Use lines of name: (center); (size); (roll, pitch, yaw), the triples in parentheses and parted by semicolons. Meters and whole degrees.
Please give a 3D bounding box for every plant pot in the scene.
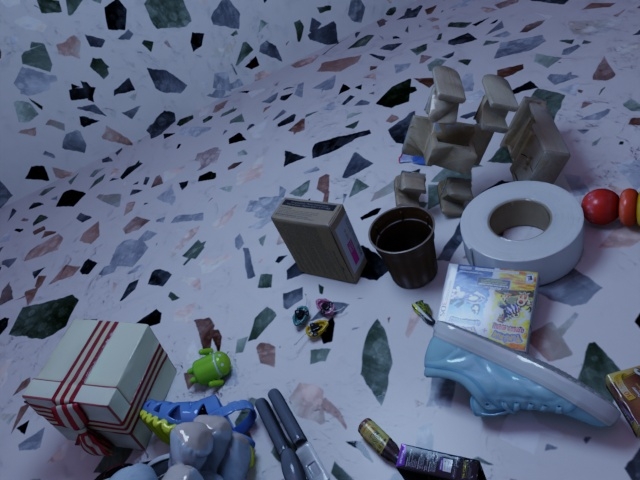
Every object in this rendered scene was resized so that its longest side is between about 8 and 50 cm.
plant pot: (0.222, 0.026, 1.310); (0.166, 0.165, 0.167); (-13, 42, 12)

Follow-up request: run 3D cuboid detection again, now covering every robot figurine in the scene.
robot figurine: (-0.282, 0.327, 1.319); (0.115, 0.067, 0.101); (-24, 68, 1)

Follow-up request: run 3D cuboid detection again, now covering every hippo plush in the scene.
hippo plush: (-0.266, 0.482, 0.978); (0.236, 0.294, 0.234); (-21, 22, 17)

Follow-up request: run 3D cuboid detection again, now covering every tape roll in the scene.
tape roll: (0.495, -0.020, 1.273); (0.286, 0.100, 0.286); (-14, 42, 13)

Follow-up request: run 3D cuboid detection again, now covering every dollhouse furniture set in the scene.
dollhouse furniture set: (0.425, -0.278, 1.402); (0.394, 0.362, 0.257); (8, 45, -5)

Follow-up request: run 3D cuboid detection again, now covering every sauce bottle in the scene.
sauce bottle: (0.130, 0.414, 1.041); (0.042, 0.042, 0.128); (-41, 42, -18)

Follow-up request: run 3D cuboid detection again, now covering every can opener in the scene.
can opener: (-0.068, 0.425, 1.100); (0.074, 0.093, 0.280); (-33, 36, -8)

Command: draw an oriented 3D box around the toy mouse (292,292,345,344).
toy mouse: (-0.016, 0.195, 1.353); (0.161, 0.031, 0.143); (-28, 41, -4)

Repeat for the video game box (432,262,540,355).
video game box: (0.374, 0.151, 1.162); (0.205, 0.048, 0.187); (5, 66, 31)

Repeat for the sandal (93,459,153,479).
sandal: (-0.463, 0.548, 1.197); (0.179, 0.040, 0.067); (-19, 41, 7)

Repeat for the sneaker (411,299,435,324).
sneaker: (0.255, 0.171, 1.243); (0.035, 0.031, 0.083); (-32, 41, -9)

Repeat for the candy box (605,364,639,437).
candy box: (0.637, 0.274, 0.928); (0.186, 0.053, 0.109); (-20, 42, 8)

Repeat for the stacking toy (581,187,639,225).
stacking toy: (0.779, -0.071, 1.176); (0.330, 0.141, 0.141); (2, 47, 37)

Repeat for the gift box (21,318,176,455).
gift box: (-0.547, 0.371, 1.272); (0.276, 0.255, 0.258); (-3, 43, 16)

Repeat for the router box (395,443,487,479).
router box: (0.218, 0.418, 0.887); (0.133, 0.179, 0.046); (2, 49, 28)

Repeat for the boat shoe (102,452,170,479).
boat shoe: (-0.368, 0.545, 1.108); (0.302, 0.114, 0.091); (-29, 38, 14)

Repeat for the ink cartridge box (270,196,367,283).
ink cartridge box: (0.000, 0.000, 1.395); (0.193, 0.235, 0.088); (9, 52, 33)

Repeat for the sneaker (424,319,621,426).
sneaker: (0.375, 0.294, 1.011); (0.365, 0.135, 0.150); (22, 91, 34)

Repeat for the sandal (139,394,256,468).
sandal: (-0.270, 0.419, 1.186); (0.317, 0.126, 0.138); (9, 49, 21)

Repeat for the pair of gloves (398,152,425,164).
pair of gloves: (0.352, -0.319, 1.719); (0.159, 0.023, 0.198); (2, 48, 28)
